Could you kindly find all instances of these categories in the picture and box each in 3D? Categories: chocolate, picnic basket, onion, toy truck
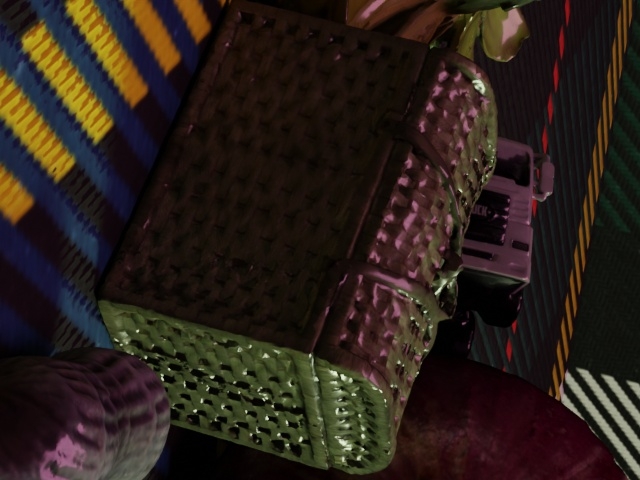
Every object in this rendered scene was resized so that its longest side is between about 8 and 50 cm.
[{"bbox_3d":[-0.111,0.081,0.833,0.167,0.072,0.072,-1,105,-79],"label":"chocolate"},{"bbox_3d":[0.000,0.000,1.024,0.134,0.154,0.196,82,26,-57],"label":"picnic basket"},{"bbox_3d":[0.058,0.181,1.198,0.230,0.256,0.272,-58,-159,-20],"label":"onion"},{"bbox_3d":[0.057,0.006,1.238,0.242,0.101,0.125,134,-32,-67],"label":"toy truck"}]

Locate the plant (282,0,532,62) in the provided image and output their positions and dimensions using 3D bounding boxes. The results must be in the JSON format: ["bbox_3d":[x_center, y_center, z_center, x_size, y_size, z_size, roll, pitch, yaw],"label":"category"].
[{"bbox_3d":[0.096,-0.219,1.143,0.306,0.297,0.261,8,65,-61],"label":"plant"}]
